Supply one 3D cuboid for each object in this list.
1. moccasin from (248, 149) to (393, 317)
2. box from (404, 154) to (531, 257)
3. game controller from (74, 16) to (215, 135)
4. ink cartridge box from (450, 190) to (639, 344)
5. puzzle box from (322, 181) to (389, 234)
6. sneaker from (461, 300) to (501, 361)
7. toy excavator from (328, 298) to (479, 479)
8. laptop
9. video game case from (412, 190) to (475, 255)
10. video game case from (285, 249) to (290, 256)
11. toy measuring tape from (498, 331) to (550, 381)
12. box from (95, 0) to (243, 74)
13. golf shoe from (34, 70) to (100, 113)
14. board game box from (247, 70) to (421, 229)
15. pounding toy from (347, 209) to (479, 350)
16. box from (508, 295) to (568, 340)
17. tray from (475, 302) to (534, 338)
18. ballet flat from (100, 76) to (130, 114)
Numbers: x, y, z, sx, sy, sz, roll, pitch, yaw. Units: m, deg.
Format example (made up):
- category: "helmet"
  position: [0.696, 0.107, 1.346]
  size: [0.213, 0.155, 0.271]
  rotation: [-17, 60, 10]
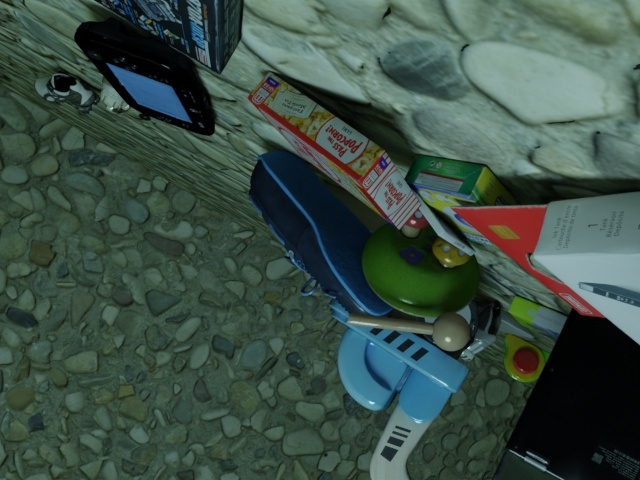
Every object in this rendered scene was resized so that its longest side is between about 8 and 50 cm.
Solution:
- category: "moccasin"
  position: [0.000, 0.000, 0.976]
  size: [0.137, 0.117, 0.342]
  rotation: [-12, -120, -41]
- category: "box"
  position: [0.191, -0.035, 0.707]
  size: [0.179, 0.043, 0.105]
  rotation: [32, 173, -39]
- category: "game controller"
  position: [-0.255, -0.236, 0.908]
  size: [0.166, 0.067, 0.319]
  rotation: [28, 174, 1]
- category: "ink cartridge box"
  position: [0.310, 0.054, 0.601]
  size: [0.296, 0.066, 0.261]
  rotation: [33, 160, -30]
- category: "puzzle box"
  position: [0.167, 0.023, 1.193]
  size: [0.272, 0.052, 0.409]
  rotation: [26, 173, 25]
- category: "sneaker"
  position: [0.348, 0.160, 1.356]
  size: [0.086, 0.132, 0.229]
  rotation: [40, -156, -41]
- category: "toy excavator"
  position: [0.154, 0.298, 1.081]
  size: [0.433, 0.445, 0.222]
  rotation: [31, 175, 18]
- category: "laptop"
  position: [0.471, 0.348, 0.836]
  size: [0.382, 0.408, 0.236]
  rotation: [25, 171, 25]
- category: "video game case"
  position: [0.159, -0.027, 0.773]
  size: [0.122, 0.011, 0.087]
  rotation: [23, -148, -55]
- category: "video game case"
  position: [-0.005, 0.005, 1.083]
  size: [0.015, 0.119, 0.166]
  rotation: [-9, -157, -41]
- category: "toy measuring tape"
  position: [0.536, 0.328, 1.716]
  size: [0.330, 0.121, 0.121]
  rotation: [26, 173, 19]
- category: "box"
  position: [-0.153, -0.242, 0.508]
  size: [0.175, 0.051, 0.220]
  rotation: [29, 173, -6]
- category: "golf shoe"
  position: [-0.618, -0.373, 1.396]
  size: [0.198, 0.077, 0.094]
  rotation: [18, 159, 22]
- category: "board game box"
  position: [0.018, -0.105, 0.693]
  size: [0.193, 0.045, 0.147]
  rotation: [41, -179, 32]
- category: "pounding toy"
  position: [0.152, 0.027, 0.848]
  size: [0.182, 0.237, 0.110]
  rotation: [16, 136, 6]
- category: "box"
  position: [0.463, 0.169, 1.129]
  size: [0.178, 0.042, 0.109]
  rotation: [24, 173, 38]
- category: "tray"
  position: [0.431, 0.194, 1.499]
  size: [0.145, 0.030, 0.270]
  rotation: [30, 173, -4]
- category: "ballet flat"
  position: [-0.383, -0.277, 1.115]
  size: [0.073, 0.067, 0.206]
  rotation: [31, 173, -11]
